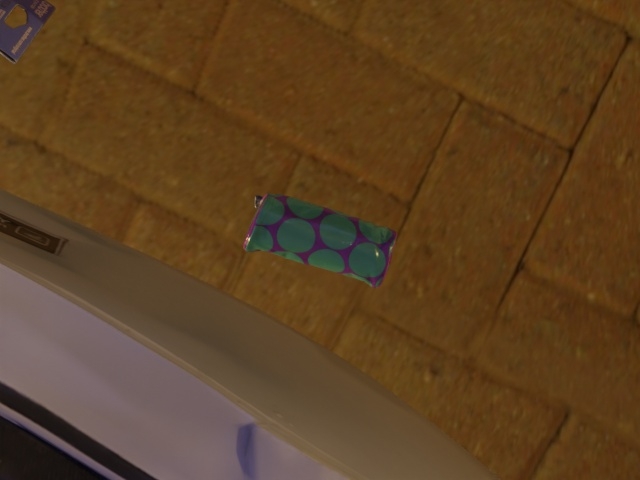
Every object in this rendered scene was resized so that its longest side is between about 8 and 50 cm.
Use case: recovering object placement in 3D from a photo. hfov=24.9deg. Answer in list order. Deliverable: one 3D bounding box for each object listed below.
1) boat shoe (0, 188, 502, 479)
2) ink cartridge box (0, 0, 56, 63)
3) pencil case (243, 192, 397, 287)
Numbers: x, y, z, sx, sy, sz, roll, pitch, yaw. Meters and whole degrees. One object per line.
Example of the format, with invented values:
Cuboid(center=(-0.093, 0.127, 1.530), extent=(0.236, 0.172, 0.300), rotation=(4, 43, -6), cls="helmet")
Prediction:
Cuboid(center=(-0.085, 0.051, 0.367), extent=(0.306, 0.113, 0.105), rotation=(25, 98, -10), cls="boat shoe")
Cuboid(center=(-0.411, -0.259, 1.359), extent=(0.311, 0.186, 0.065), rotation=(30, 111, -12), cls="ink cartridge box")
Cuboid(center=(0.000, 0.000, 1.481), extent=(0.151, 0.064, 0.070), rotation=(17, 144, -7), cls="pencil case")
